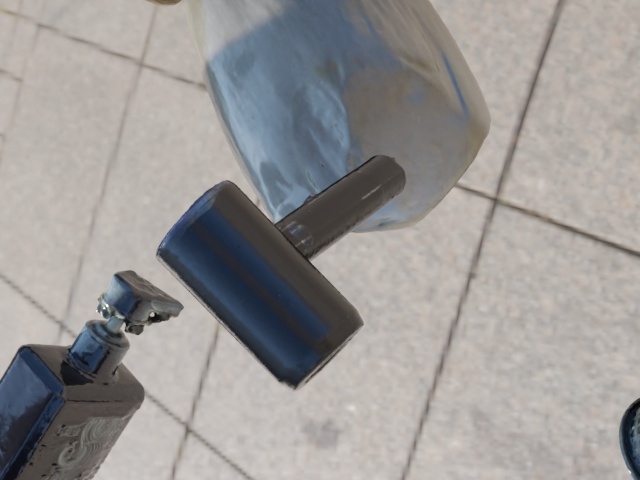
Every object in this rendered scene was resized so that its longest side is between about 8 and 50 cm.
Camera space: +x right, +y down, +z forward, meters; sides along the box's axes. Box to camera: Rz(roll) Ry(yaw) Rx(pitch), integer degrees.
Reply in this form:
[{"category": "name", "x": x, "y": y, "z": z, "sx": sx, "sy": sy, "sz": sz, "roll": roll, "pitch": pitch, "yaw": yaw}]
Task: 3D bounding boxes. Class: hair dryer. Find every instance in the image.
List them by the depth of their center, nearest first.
[{"category": "hair dryer", "x": 0.000, "y": 0.000, "z": 0.348, "sx": 0.047, "sy": 0.083, "sz": 0.026, "roll": 46, "pitch": 127, "yaw": 4}]

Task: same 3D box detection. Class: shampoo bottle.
[{"category": "shampoo bottle", "x": -0.206, "y": 0.153, "z": 1.002, "sx": 0.071, "sy": 0.098, "sz": 0.309, "roll": 41, "pitch": 106, "yaw": 33}]

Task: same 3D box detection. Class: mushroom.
[{"category": "mushroom", "x": -0.010, "y": -0.083, "z": 0.554, "sx": 0.212, "sy": 0.088, "sz": 0.097, "roll": 54, "pitch": 126, "yaw": 33}]

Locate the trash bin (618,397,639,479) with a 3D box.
[{"category": "trash bin", "x": 0.456, "y": 0.217, "z": 1.614, "sx": 0.161, "sy": 0.175, "sz": 0.175, "roll": -53, "pitch": 42, "yaw": 43}]
